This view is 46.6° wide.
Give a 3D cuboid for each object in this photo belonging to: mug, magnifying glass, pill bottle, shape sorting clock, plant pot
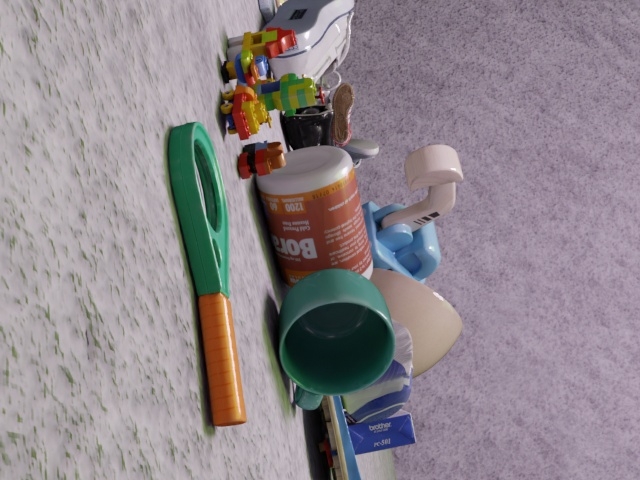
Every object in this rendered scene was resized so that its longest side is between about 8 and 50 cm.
[{"bbox_3d":[0.005,0.105,0.856,0.129,0.158,0.097,50,15,-24],"label":"mug"},{"bbox_3d":[-0.080,0.019,0.549,0.092,0.026,0.231,65,15,-70],"label":"magnifying glass"},{"bbox_3d":[0.000,0.000,0.940,0.121,0.121,0.216,-91,168,-64],"label":"pill bottle"},{"bbox_3d":[0.018,0.273,0.998,0.206,0.040,0.206,166,-90,-84],"label":"shape sorting clock"},{"bbox_3d":[0.166,0.226,1.745,0.191,0.284,0.284,-58,153,-25],"label":"plant pot"}]

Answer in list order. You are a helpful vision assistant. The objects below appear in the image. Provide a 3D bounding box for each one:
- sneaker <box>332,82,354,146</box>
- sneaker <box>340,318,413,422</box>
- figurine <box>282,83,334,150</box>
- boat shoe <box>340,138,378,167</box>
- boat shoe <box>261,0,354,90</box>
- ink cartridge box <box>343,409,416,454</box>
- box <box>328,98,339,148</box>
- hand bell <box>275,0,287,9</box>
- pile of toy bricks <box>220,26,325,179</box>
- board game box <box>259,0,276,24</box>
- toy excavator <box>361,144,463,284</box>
[{"bbox_3d":[0.042,-0.241,1.441,0.067,0.042,0.118,72,24,-84],"label":"sneaker"},{"bbox_3d":[0.073,0.203,1.160,0.315,0.127,0.182,-115,-168,-66],"label":"sneaker"},{"bbox_3d":[-0.017,-0.175,1.428,0.215,0.092,0.209,-93,179,-61],"label":"figurine"},{"bbox_3d":[0.083,-0.245,2.124,0.227,0.079,0.081,15,-62,48],"label":"boat shoe"},{"bbox_3d":[-0.008,-0.355,1.370,0.367,0.136,0.156,-71,155,-56],"label":"boat shoe"},{"bbox_3d":[0.079,0.289,1.152,0.207,0.097,0.046,116,-35,-80],"label":"ink cartridge box"},{"bbox_3d":[0.017,-0.230,1.947,0.295,0.073,0.293,-66,145,-83],"label":"box"},{"bbox_3d":[0.020,-0.575,1.718,0.126,0.242,0.126,-11,90,-86],"label":"hand bell"},{"bbox_3d":[-0.047,-0.163,0.848,0.212,0.105,0.118,-94,172,-53],"label":"pile of toy bricks"},{"bbox_3d":[-0.100,-0.445,1.360,0.090,0.020,0.090,58,22,-78],"label":"board game box"},{"bbox_3d":[0.227,-0.037,1.933,0.433,0.445,0.222,37,35,-44],"label":"toy excavator"}]
